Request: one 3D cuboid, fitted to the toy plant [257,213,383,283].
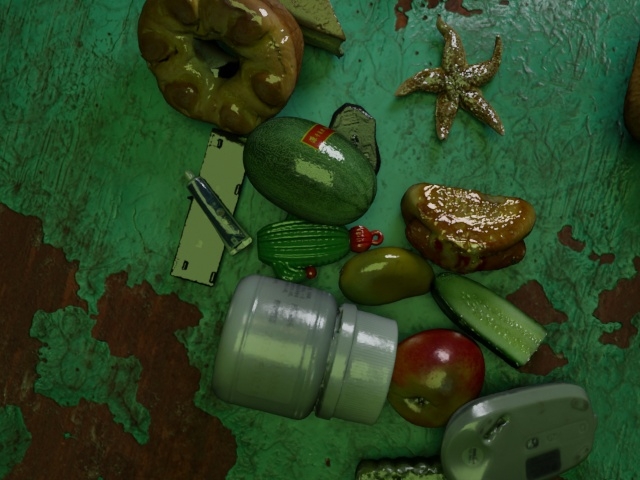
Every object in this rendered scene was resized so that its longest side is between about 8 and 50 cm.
[{"bbox_3d":[-0.011,-0.009,1.362,0.240,0.088,0.155,-27,69,-9],"label":"toy plant"}]

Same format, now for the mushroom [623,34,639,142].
[{"bbox_3d":[0.724,-0.302,1.236,0.345,0.259,0.346,0,88,4],"label":"mushroom"}]

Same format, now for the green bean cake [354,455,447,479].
[{"bbox_3d":[0.169,0.517,1.311,0.214,0.113,0.200,-8,88,4],"label":"green bean cake"}]

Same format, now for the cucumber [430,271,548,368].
[{"bbox_3d":[0.313,0.150,1.331,0.244,0.063,0.115,39,56,1],"label":"cucumber"}]

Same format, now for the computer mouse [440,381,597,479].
[{"bbox_3d":[0.369,0.369,1.283,0.330,0.095,0.197,-6,102,-21],"label":"computer mouse"}]

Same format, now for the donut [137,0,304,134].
[{"bbox_3d":[-0.185,-0.362,1.307,0.299,0.150,0.317,-19,113,33],"label":"donut"}]

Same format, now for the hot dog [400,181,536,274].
[{"bbox_3d":[0.275,-0.014,1.317,0.256,0.150,0.153,10,78,4],"label":"hot dog"}]

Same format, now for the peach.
[{"bbox_3d":[0.218,0.258,1.316,0.190,0.192,0.190,13,117,27],"label":"peach"}]

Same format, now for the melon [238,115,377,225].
[{"bbox_3d":[-0.030,-0.135,1.296,0.287,0.182,0.182,27,89,4],"label":"melon"}]

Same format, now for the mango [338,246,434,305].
[{"bbox_3d":[0.129,0.066,1.339,0.191,0.085,0.122,-13,119,-6],"label":"mango"}]

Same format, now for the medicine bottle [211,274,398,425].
[{"bbox_3d":[-0.028,0.209,1.272,0.306,0.245,0.245,14,88,-1],"label":"medicine bottle"}]

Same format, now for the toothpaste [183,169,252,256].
[{"bbox_3d":[-0.213,-0.061,1.377,0.057,0.035,0.197,-36,92,3],"label":"toothpaste"}]

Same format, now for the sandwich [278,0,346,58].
[{"bbox_3d":[-0.042,-0.468,1.369,0.235,0.122,0.128,24,93,2],"label":"sandwich"}]

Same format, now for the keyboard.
[{"bbox_3d":[-0.224,-0.068,1.408,0.106,0.027,0.317,17,89,1],"label":"keyboard"}]

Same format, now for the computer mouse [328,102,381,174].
[{"bbox_3d":[0.069,-0.192,1.381,0.099,0.057,0.172,-12,100,2],"label":"computer mouse"}]

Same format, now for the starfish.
[{"bbox_3d":[0.269,-0.313,1.368,0.235,0.062,0.277,-27,88,3],"label":"starfish"}]
